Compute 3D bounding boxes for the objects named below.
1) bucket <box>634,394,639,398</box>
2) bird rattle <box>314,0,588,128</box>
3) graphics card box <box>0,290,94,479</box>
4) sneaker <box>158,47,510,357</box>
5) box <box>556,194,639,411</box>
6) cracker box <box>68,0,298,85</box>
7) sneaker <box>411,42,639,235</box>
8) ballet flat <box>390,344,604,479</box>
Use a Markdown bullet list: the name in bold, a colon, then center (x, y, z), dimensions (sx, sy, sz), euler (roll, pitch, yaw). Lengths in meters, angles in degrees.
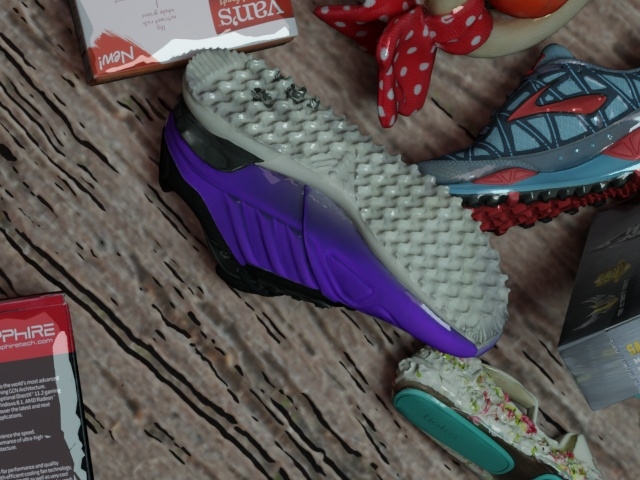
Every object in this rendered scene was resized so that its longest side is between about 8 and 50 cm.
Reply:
- **bucket**: center (0.373, 0.125, 1.410), dimensions (0.183, 0.281, 0.281), euler (-36, 96, -13)
- **bird rattle**: center (0.132, -0.194, 1.415), dimensions (0.207, 0.143, 0.253), euler (-1, 124, -38)
- **graphics card box**: center (-0.268, 0.234, 1.368), dimensions (0.232, 0.094, 0.371), euler (-9, 90, -11)
- **sneaker**: center (0.000, -0.001, 1.400), dimensions (0.293, 0.146, 0.102), euler (40, 39, 10)
- **box**: center (0.269, 0.012, 1.352), dimensions (0.183, 0.231, 0.056), euler (-24, 106, 24)
- **cracker box**: center (-0.119, -0.242, 1.417), dimensions (0.155, 0.067, 0.232), euler (-14, 92, -11)
- **sneaker**: center (0.172, -0.082, 1.469), dimensions (0.262, 0.104, 0.125), euler (-14, 75, -15)
- **ballet flat**: center (0.157, 0.157, 1.459), dimensions (0.241, 0.091, 0.077), euler (44, 54, -11)
